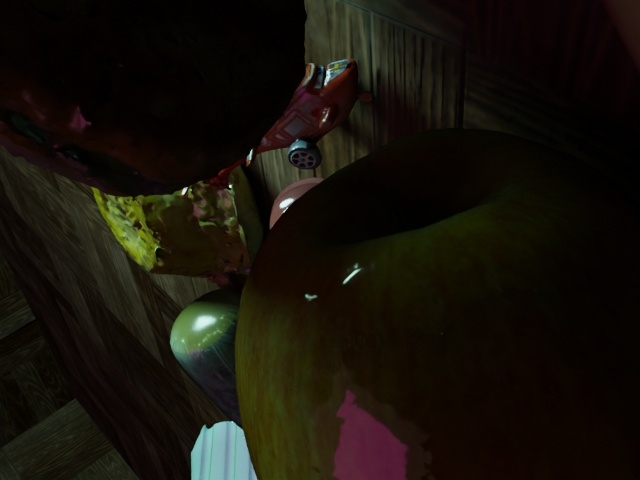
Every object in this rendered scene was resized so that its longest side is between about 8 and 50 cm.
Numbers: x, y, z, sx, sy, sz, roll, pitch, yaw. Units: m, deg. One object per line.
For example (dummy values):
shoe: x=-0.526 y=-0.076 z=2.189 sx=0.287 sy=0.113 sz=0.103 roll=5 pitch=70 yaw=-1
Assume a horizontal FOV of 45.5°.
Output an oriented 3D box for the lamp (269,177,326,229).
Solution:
lamp: x=0.000 y=0.000 z=0.646 sx=0.107 sy=0.092 sz=0.107 roll=-20 pitch=-90 yaw=-84

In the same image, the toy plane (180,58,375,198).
toy plane: x=-0.042 y=-0.078 z=0.597 sx=0.077 sy=0.194 sz=0.126 roll=29 pitch=-151 yaw=-27

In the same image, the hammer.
hammer: x=-0.027 y=0.151 z=0.857 sx=0.305 sy=0.113 sz=0.202 roll=0 pitch=136 yaw=46

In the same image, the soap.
soap: x=-0.119 y=0.375 z=1.170 sx=0.230 sy=0.145 sz=0.091 roll=-97 pitch=-14 yaw=-62

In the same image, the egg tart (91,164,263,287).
egg tart: x=-0.183 y=-0.054 z=0.871 sx=0.295 sy=0.116 sz=0.294 roll=39 pitch=150 yaw=28

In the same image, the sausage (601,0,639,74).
sausage: x=0.176 y=-0.060 z=0.292 sx=0.289 sy=0.086 sz=0.086 roll=58 pitch=154 yaw=-5

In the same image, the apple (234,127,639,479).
apple: x=0.076 y=0.065 z=0.413 sx=0.264 sy=0.264 sz=0.264 roll=40 pitch=149 yaw=30

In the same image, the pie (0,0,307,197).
pie: x=-0.122 y=-0.162 z=0.441 sx=0.085 sy=0.308 sz=0.308 roll=-15 pitch=107 yaw=48
